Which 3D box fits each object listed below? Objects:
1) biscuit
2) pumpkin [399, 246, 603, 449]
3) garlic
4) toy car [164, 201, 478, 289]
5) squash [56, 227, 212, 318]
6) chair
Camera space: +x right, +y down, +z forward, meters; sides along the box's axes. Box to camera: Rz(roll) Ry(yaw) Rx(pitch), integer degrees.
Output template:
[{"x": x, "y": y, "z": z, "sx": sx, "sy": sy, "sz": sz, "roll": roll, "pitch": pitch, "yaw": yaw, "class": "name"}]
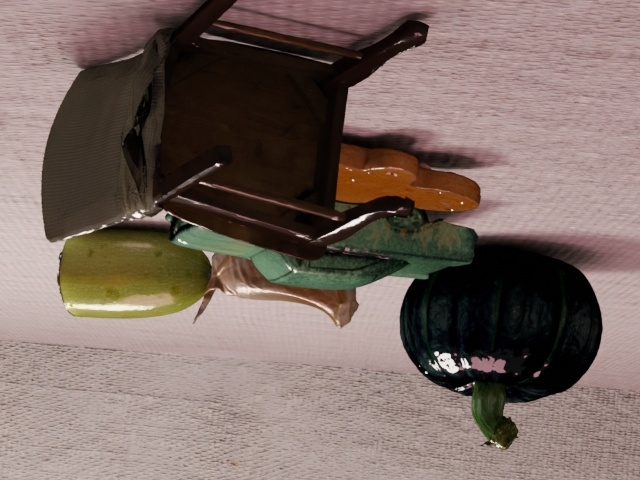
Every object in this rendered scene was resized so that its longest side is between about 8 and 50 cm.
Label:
[{"x": 0.035, "y": -0.069, "z": 1.515, "sx": 0.250, "sy": 0.036, "sz": 0.165, "roll": 11, "pitch": 169, "yaw": -15, "class": "biscuit"}, {"x": 0.216, "y": 0.135, "z": 1.961, "sx": 0.248, "sy": 0.248, "sz": 0.248, "roll": 4, "pitch": 170, "yaw": 1, "class": "pumpkin"}, {"x": -0.057, "y": 0.037, "z": 1.866, "sx": 0.198, "sy": 0.129, "sz": 0.090, "roll": 0, "pitch": -175, "yaw": 10, "class": "garlic"}, {"x": 0.000, "y": 0.000, "z": 1.729, "sx": 0.320, "sy": 0.097, "sz": 0.141, "roll": 8, "pitch": 168, "yaw": -18, "class": "toy car"}, {"x": -0.223, "y": 0.044, "z": 2.016, "sx": 0.186, "sy": 0.123, "sz": 0.123, "roll": 3, "pitch": 170, "yaw": 13, "class": "squash"}, {"x": -0.072, "y": -0.074, "z": 1.204, "sx": 0.186, "sy": 0.160, "sz": 0.319, "roll": 11, "pitch": 165, "yaw": -25, "class": "chair"}]
